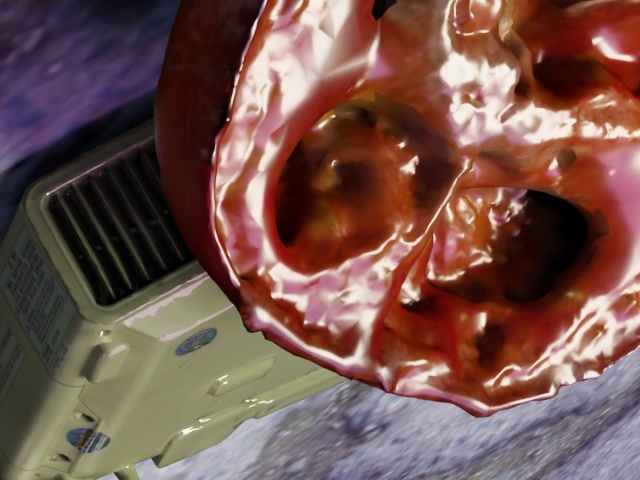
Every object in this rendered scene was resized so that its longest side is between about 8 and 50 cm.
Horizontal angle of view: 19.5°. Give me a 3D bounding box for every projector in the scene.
[{"bbox_3d":[0.000,0.000,0.737,0.270,0.088,0.193,-21,158,-34],"label":"projector"}]

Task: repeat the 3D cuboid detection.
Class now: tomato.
[{"bbox_3d":[0.045,-0.062,0.594,0.228,0.101,0.228,-13,117,-27],"label":"tomato"}]
